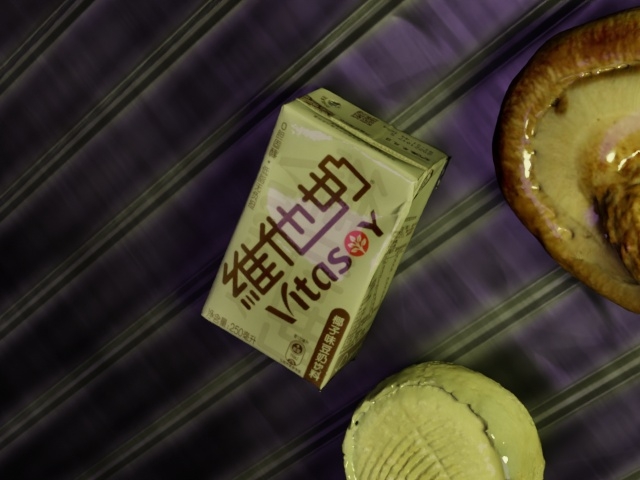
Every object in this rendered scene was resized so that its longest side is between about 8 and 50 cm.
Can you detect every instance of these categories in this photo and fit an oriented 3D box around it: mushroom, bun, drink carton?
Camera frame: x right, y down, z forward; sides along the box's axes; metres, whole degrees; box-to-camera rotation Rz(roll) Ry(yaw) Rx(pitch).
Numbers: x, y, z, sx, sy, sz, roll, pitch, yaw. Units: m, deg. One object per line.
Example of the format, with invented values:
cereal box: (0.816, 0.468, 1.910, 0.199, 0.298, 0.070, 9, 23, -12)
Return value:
mushroom: (0.348, -0.081, 1.376, 0.346, 0.259, 0.345, 8, 111, 21)
bun: (0.162, 0.267, 1.645, 0.259, 0.152, 0.259, 8, 104, 33)
drink carton: (0.000, 0.001, 1.642, 0.194, 0.132, 0.324, 29, 116, 12)
